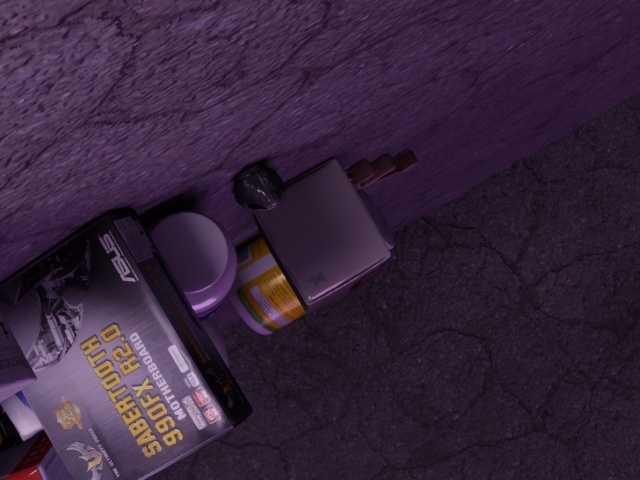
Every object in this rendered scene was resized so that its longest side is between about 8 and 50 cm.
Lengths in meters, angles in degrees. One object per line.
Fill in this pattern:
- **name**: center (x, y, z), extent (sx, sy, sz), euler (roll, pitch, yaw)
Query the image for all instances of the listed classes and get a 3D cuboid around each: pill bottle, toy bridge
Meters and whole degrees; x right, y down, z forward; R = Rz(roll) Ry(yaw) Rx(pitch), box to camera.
- **pill bottle**: center (-0.016, 0.028, 1.947), extent (0.245, 0.136, 0.136), euler (-31, 175, 15)
- **toy bridge**: center (0.079, -0.099, 1.864), extent (0.063, 0.026, 0.188), euler (-31, 175, 27)
- **pill bottle**: center (-0.146, 0.028, 1.377), extent (0.112, 0.112, 0.187), euler (-29, 174, -12)

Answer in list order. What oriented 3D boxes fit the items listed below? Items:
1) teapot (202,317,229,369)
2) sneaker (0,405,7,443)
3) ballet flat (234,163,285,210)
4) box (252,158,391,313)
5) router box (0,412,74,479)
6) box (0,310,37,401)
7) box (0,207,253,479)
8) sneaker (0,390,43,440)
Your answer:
- **teapot**: center (-0.263, 0.182, 1.740), extent (0.187, 0.253, 0.256), euler (9, 131, -45)
- **sneaker**: center (-0.490, 0.261, 1.822), extent (0.088, 0.093, 0.225), euler (-31, 177, -7)
- **ballet flat**: center (-0.065, -0.048, 1.435), extent (0.057, 0.049, 0.173), euler (-29, 175, 0)
- **box**: center (0.000, 0.000, 1.708), extent (0.126, 0.149, 0.232), euler (-30, 175, -4)
- **router box**: center (-0.473, 0.337, 1.839), extent (0.301, 0.082, 0.335), euler (-21, -168, 8)
- **box**: center (-0.351, 0.111, 1.000), extent (0.181, 0.119, 0.181), euler (-31, 175, 10)
- **box**: center (-0.200, 0.112, 1.233), extent (0.183, 0.231, 0.056), euler (-31, 178, 21)
- **sneaker**: center (-0.294, 0.123, 1.518), extent (0.182, 0.127, 0.315), euler (-33, -178, -4)
